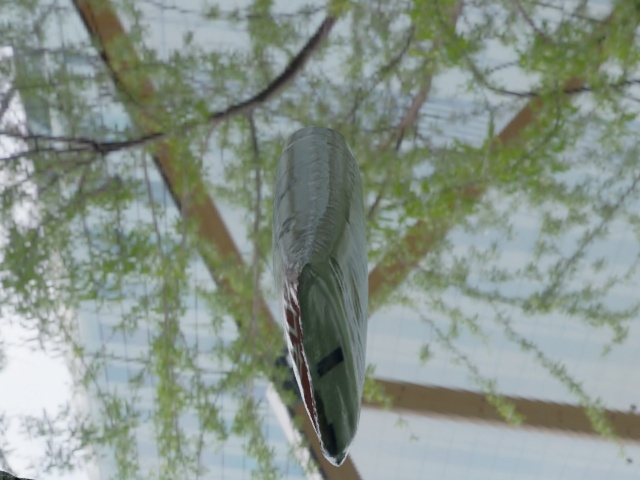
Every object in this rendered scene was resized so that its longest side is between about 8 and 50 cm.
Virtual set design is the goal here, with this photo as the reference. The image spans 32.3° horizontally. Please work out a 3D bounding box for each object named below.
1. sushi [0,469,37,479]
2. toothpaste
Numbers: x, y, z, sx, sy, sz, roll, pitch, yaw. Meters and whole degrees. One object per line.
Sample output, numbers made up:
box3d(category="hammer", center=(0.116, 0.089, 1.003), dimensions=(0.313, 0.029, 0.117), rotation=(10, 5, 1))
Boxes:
box3d(category="sushi", center=(-0.265, 0.282, 0.635), dimensions=(0.182, 0.196, 0.343), rotation=(12, -120, 33))
box3d(category="toothpaste", center=(0.000, 0.000, 0.417), dimensions=(0.039, 0.062, 0.239), rotation=(-9, -161, 2))
